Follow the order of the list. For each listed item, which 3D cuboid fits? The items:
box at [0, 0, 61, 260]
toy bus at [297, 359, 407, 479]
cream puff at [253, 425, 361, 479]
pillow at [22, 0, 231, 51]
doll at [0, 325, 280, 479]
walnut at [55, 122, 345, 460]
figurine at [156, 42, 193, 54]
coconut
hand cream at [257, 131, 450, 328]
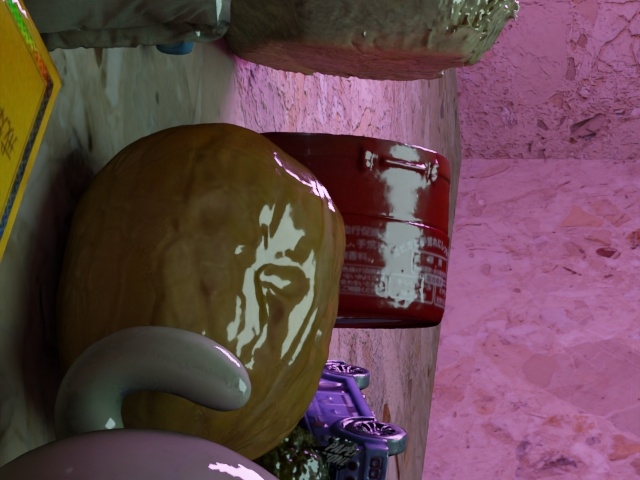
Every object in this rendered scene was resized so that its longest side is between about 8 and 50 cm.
[{"bbox_3d":[-0.196,-0.012,0.461,0.193,0.084,0.301,71,22,-52],"label":"box"},{"bbox_3d":[-0.010,0.196,1.164,0.292,0.133,0.125,-125,-139,-79],"label":"toy bus"},{"bbox_3d":[-0.059,0.185,0.942,0.183,0.169,0.183,1,90,-77],"label":"cream puff"},{"bbox_3d":[-0.117,-0.198,0.738,0.078,0.134,0.181,-94,-175,-87],"label":"pillow"},{"bbox_3d":[-0.113,0.217,0.586,0.226,0.215,0.370,64,16,-15],"label":"doll"},{"bbox_3d":[-0.077,0.036,0.829,0.193,0.193,0.225,54,42,-71],"label":"walnut"},{"bbox_3d":[-0.091,-0.266,0.918,0.205,0.103,0.260,-72,170,-49],"label":"figurine"},{"bbox_3d":[0.050,-0.311,1.162,0.297,0.298,0.309,8,86,-78],"label":"coconut"},{"bbox_3d":[0.000,0.000,1.082,0.230,0.230,0.149,37,52,-76],"label":"hand cream"}]
